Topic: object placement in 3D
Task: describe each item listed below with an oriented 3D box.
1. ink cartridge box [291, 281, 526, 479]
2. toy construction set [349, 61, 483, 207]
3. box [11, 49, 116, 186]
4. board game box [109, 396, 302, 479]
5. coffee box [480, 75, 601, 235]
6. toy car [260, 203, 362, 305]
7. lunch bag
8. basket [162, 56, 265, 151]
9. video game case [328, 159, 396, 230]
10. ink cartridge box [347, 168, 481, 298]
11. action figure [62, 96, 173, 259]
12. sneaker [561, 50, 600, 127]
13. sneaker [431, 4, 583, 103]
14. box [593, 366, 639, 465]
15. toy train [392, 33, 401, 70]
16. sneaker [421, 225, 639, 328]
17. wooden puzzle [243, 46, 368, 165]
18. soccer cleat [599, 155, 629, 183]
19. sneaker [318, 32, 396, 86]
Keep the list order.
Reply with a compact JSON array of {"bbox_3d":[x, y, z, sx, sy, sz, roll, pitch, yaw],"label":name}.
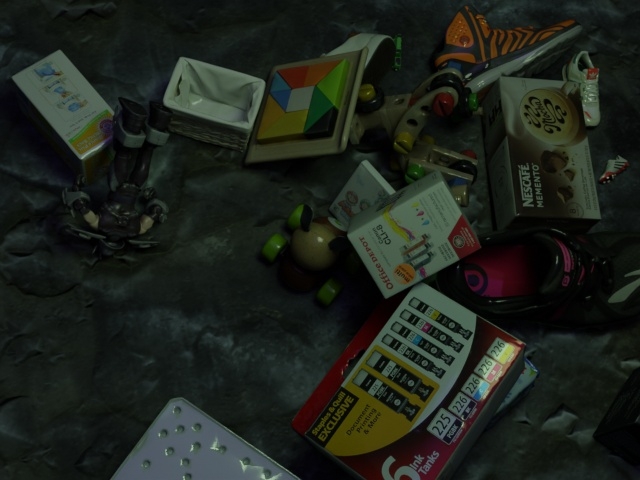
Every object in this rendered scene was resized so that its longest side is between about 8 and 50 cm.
[{"bbox_3d":[0.128,0.236,1.346,0.272,0.130,0.309,31,74,24],"label":"ink cartridge box"},{"bbox_3d":[0.155,-0.158,1.544,0.237,0.257,0.308,-1,70,19],"label":"toy construction set"},{"bbox_3d":[-0.440,-0.215,1.504,0.103,0.114,0.203,-38,78,-22],"label":"box"},{"bbox_3d":[-0.180,0.504,1.287,0.390,0.050,0.390,33,67,6],"label":"board game box"},{"bbox_3d":[0.413,-0.152,1.614,0.168,0.119,0.297,3,67,-9],"label":"coffee box"},{"bbox_3d":[0.000,0.000,1.447,0.155,0.188,0.149,37,67,7],"label":"toy car"},{"bbox_3d":[0.277,0.226,1.456,0.129,0.096,0.151,-37,63,-16],"label":"lunch bag"},{"bbox_3d":[-0.197,-0.248,1.564,0.167,0.103,0.113,16,66,-3],"label":"basket"},{"bbox_3d":[0.096,-0.043,1.506,0.019,0.143,0.157,-29,73,-40],"label":"video game case"},{"bbox_3d":[0.148,-0.012,1.370,0.176,0.127,0.128,-30,100,11],"label":"ink cartridge box"},{"bbox_3d":[-0.330,-0.095,1.436,0.185,0.284,0.099,5,21,-46],"label":"action figure"},{"bbox_3d":[0.539,-0.311,1.723,0.057,0.075,0.161,-3,68,-10],"label":"sneaker"},{"bbox_3d":[0.368,-0.413,1.711,0.321,0.124,0.180,-27,76,-18],"label":"sneaker"},{"bbox_3d":[0.569,0.288,1.437,0.093,0.158,0.156,38,68,7],"label":"box"},{"bbox_3d":[0.157,-0.384,1.720,0.017,0.023,0.083,7,67,-6],"label":"toy train"},{"bbox_3d":[0.414,0.066,1.467,0.483,0.202,0.185,-5,84,-8],"label":"sneaker"},{"bbox_3d":[-0.032,-0.247,1.541,0.239,0.044,0.220,-6,60,36],"label":"wooden puzzle"},{"bbox_3d":[0.580,-0.142,1.688,0.083,0.029,0.035,-31,67,-22],"label":"soccer cleat"},{"bbox_3d":[0.025,-0.283,1.635,0.123,0.106,0.290,23,69,35],"label":"sneaker"}]
